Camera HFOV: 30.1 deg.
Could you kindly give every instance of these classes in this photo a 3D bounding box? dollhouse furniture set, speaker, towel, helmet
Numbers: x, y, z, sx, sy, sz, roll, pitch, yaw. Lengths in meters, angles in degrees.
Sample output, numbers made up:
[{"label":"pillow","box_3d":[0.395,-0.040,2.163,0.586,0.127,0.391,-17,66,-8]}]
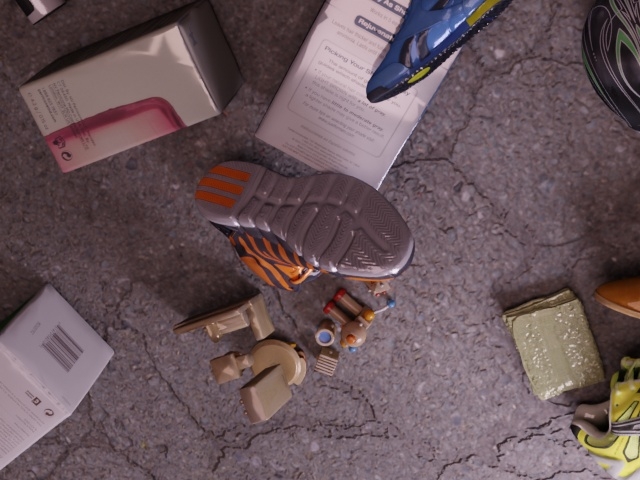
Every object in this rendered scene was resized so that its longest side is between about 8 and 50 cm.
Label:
[{"label":"dollhouse furniture set","box_3d":[-0.131,0.173,1.641,0.123,0.144,0.151,-19,93,18]},{"label":"speaker","box_3d":[-0.389,-0.350,1.533,0.055,0.055,0.136,-29,105,20]},{"label":"towel","box_3d":[0.322,0.143,1.627,0.110,0.027,0.148,-20,107,17]},{"label":"helmet","box_3d":[0.385,-0.224,1.394,0.169,0.169,0.161,-23,124,19]}]

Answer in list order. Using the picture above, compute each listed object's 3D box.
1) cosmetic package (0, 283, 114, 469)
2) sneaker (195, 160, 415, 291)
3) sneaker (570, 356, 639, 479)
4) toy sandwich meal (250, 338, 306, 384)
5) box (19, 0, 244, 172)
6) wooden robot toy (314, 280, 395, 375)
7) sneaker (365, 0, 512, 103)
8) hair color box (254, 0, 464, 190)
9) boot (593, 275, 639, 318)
[{"label":"cosmetic package","box_3d":[-0.497,0.252,1.734,0.365,0.197,0.155,-37,102,21]},{"label":"sneaker","box_3d":[0.000,0.000,1.533,0.321,0.124,0.180,22,159,33]},{"label":"sneaker","box_3d":[0.455,0.202,1.518,0.147,0.145,0.384,32,135,1]},{"label":"toy sandwich meal","box_3d":[-0.061,0.174,1.712,0.086,0.029,0.085,5,112,12]},{"label":"box","box_3d":[-0.237,-0.198,1.518,0.232,0.148,0.127,-18,109,17]},{"label":"wooden robot toy","box_3d":[0.035,0.122,1.643,0.076,0.079,0.173,36,114,-6]},{"label":"sneaker","box_3d":[0.122,-0.244,1.369,0.209,0.069,0.082,-40,83,24]},{"label":"hair color box","box_3d":[0.076,-0.244,1.463,0.174,0.105,0.347,28,115,-5]},{"label":"boot","box_3d":[0.504,0.000,1.502,0.295,0.104,0.211,5,108,3]}]
